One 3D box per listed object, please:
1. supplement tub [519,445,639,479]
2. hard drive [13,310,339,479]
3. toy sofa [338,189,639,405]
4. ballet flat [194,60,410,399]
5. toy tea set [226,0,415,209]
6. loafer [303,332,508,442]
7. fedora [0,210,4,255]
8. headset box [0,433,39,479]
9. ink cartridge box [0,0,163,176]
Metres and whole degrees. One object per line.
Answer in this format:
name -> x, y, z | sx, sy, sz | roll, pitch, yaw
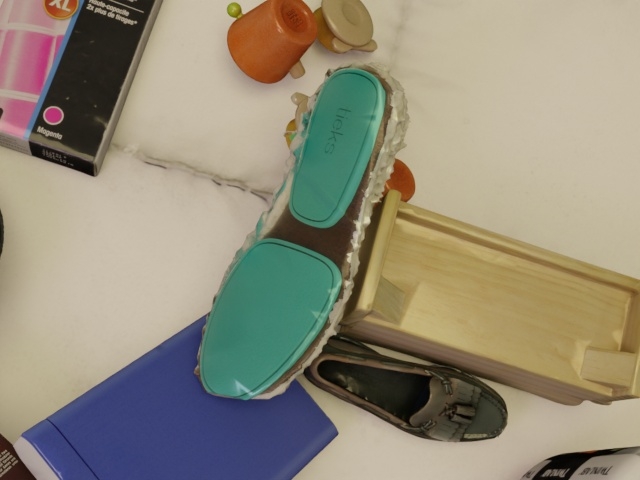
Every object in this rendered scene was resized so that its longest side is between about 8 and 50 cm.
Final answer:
supplement tub -> 0.320, 0.325, 1.056 | 0.193, 0.316, 0.194 | 3, 75, -11
hard drive -> -0.140, 0.215, 1.050 | 0.210, 0.040, 0.318 | 49, 40, 7
toy sofa -> 0.205, 0.078, 1.169 | 0.362, 0.177, 0.150 | 18, 74, -5
ballet flat -> 0.000, 0.000, 1.093 | 0.147, 0.147, 0.409 | 26, 92, -3
toy tea set -> -0.005, -0.167, 1.247 | 0.200, 0.124, 0.336 | -2, 71, -42
loafer -> 0.102, 0.188, 1.163 | 0.267, 0.084, 0.096 | 19, 94, -4
fedora -> -0.500, -0.008, 1.010 | 0.334, 0.152, 0.334 | -4, 51, 5
headset box -> -0.389, 0.290, 0.979 | 0.293, 0.218, 0.110 | 43, 29, 1
ink cartridge box -> -0.306, -0.278, 1.227 | 0.175, 0.069, 0.371 | 18, 71, -6
